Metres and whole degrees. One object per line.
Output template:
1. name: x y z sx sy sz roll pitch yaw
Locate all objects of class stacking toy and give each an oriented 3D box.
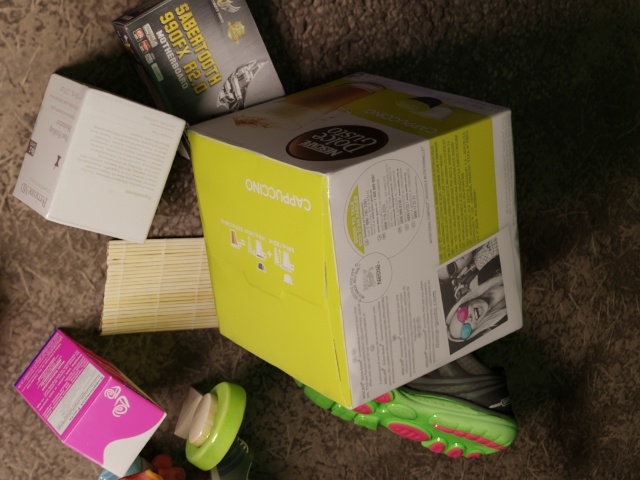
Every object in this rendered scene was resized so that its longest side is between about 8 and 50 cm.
1. stacking toy: -0.246 0.316 1.696 0.130 0.309 0.280 28 74 -19

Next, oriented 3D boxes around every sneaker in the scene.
1. sneaker: 0.131 0.212 1.977 0.482 0.185 0.202 30 49 -26
2. sneaker: -0.150 0.339 1.883 0.086 0.064 0.192 -16 119 -27

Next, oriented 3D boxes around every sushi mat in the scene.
1. sushi mat: -0.188 0.068 1.800 0.316 0.019 0.152 -2 105 -31

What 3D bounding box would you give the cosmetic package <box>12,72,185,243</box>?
1. cosmetic package: -0.305 -0.112 1.589 0.151 0.151 0.184 17 94 -34

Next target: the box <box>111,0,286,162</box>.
1. box: -0.170 -0.256 1.686 0.183 0.056 0.231 -34 120 -18

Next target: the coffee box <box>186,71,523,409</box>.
1. coffee box: 0.050 -0.018 1.663 0.334 0.337 0.338 -21 117 -32

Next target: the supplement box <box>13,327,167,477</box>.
1. supplement box: -0.328 0.226 1.638 0.111 0.220 0.114 41 82 -34
